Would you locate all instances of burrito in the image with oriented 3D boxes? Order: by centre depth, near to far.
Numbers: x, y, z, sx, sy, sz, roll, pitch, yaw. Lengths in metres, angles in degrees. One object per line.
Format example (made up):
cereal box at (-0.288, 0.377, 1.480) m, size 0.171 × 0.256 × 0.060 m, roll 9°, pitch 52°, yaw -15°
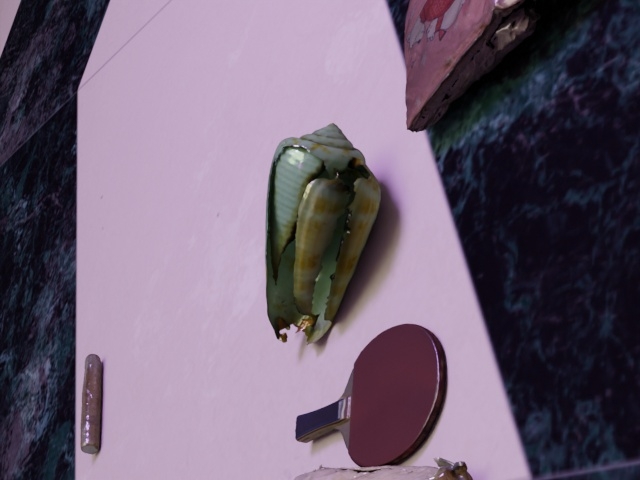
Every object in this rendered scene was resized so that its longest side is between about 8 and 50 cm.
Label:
burrito at (0.031, 0.162, 0.775) m, size 0.045 × 0.041 × 0.185 m, roll -36°, pitch 9°, yaw -31°

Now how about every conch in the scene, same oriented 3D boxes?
conch at (0.000, 0.000, 0.908) m, size 0.106 × 0.079 × 0.170 m, roll -143°, pitch 60°, yaw -68°

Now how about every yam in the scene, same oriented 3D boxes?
yam at (-0.236, 0.166, 1.278) m, size 0.021 × 0.021 × 0.116 m, roll -47°, pitch 36°, yaw 38°

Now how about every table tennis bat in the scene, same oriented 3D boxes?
table tennis bat at (0.032, 0.110, 0.834) m, size 0.158 × 0.014 × 0.095 m, roll -30°, pitch 49°, yaw 49°

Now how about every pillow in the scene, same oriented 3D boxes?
pillow at (0.125, -0.188, 0.822) m, size 0.248 × 0.049 × 0.135 m, roll -49°, pitch 33°, yaw 43°
